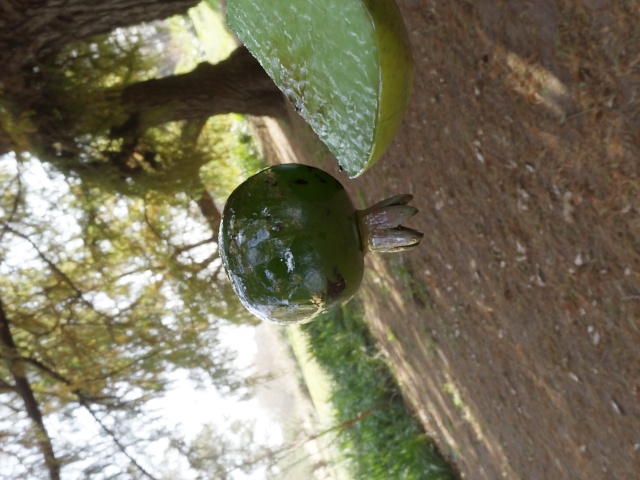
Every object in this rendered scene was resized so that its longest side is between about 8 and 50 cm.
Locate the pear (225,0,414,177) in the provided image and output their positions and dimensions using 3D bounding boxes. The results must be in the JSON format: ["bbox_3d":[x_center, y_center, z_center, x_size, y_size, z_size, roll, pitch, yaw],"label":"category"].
[{"bbox_3d":[0.022,-0.250,0.663,0.288,0.139,0.239,52,165,10],"label":"pear"}]

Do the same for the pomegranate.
[{"bbox_3d":[0.000,-0.001,0.648,0.187,0.225,0.186,-11,-90,-89],"label":"pomegranate"}]
